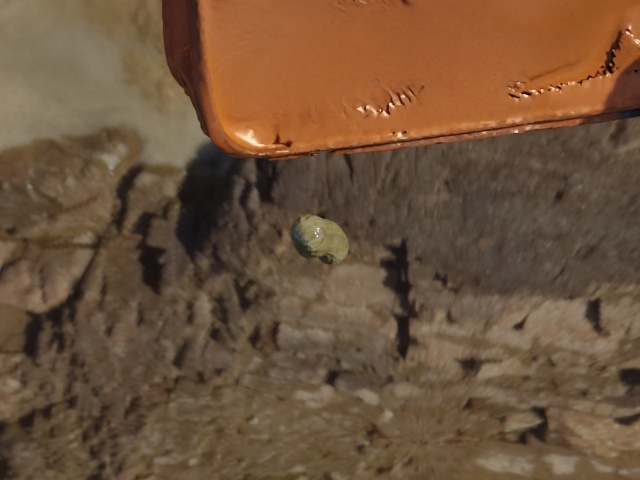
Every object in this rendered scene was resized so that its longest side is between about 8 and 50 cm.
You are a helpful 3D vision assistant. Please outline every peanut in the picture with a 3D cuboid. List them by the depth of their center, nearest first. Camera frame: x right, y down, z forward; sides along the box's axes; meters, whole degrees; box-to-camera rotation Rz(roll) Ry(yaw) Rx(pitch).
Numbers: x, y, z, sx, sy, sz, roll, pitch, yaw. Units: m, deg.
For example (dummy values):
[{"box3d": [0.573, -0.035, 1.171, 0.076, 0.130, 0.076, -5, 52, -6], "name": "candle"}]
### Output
[{"box3d": [0.000, 0.000, 1.492, 0.054, 0.113, 0.054, -8, 73, 27], "name": "peanut"}]

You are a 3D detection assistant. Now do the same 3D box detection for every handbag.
[{"box3d": [0.093, -0.222, 0.909, 0.410, 0.116, 0.303, -8, 123, -15], "name": "handbag"}]
